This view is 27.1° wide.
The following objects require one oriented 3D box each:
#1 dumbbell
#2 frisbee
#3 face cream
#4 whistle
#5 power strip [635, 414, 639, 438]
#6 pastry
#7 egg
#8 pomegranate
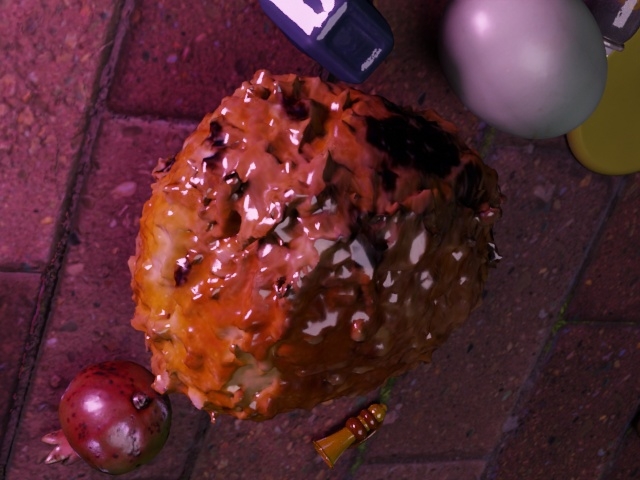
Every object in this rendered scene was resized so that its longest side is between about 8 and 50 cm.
[{"bbox_3d":[0.084,-0.311,1.301,0.144,0.160,0.325,42,97,-11],"label":"dumbbell"},{"bbox_3d":[0.410,-0.181,1.671,0.236,0.017,0.236,-15,128,-20],"label":"frisbee"},{"bbox_3d":[0.369,-0.327,1.504,0.073,0.073,0.283,12,116,-36],"label":"face cream"},{"bbox_3d":[0.047,0.261,1.760,0.109,0.046,0.057,-32,118,-15],"label":"whistle"},{"bbox_3d":[0.610,0.155,2.004,0.092,0.066,0.387,16,115,-36],"label":"power strip"},{"bbox_3d":[-0.009,-0.006,1.363,0.405,0.292,0.337,-19,141,-15],"label":"pastry"},{"bbox_3d":[0.221,-0.201,1.443,0.168,0.168,0.231,-46,135,6],"label":"egg"},{"bbox_3d":[-0.248,0.199,1.503,0.159,0.129,0.129,-4,140,27],"label":"pomegranate"}]
